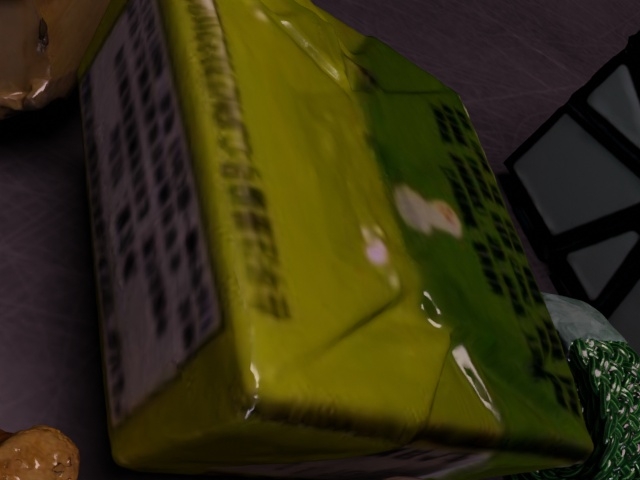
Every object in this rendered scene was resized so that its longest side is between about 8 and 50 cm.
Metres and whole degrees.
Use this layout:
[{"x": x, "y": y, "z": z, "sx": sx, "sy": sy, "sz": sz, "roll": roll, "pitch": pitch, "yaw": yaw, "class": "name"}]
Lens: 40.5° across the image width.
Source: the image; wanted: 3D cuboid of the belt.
[{"x": 0.176, "y": 0.108, "z": 0.615, "sx": 0.079, "sy": 0.121, "sz": 0.151, "roll": -2, "pitch": 56, "yaw": -31, "class": "belt"}]

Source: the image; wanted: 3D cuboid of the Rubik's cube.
[{"x": 0.381, "y": -0.036, "z": 0.735, "sx": 0.283, "sy": 0.293, "sz": 0.288, "roll": -10, "pitch": 66, "yaw": -34, "class": "Rubik's cube"}]

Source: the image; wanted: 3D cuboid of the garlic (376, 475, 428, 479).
[{"x": 0.042, "y": 0.229, "z": 0.392, "sx": 0.218, "sy": 0.218, "sz": 0.212, "roll": -31, "pitch": 92, "yaw": -42, "class": "garlic"}]

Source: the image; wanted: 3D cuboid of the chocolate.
[{"x": 0.000, "y": 0.000, "z": 0.526, "sx": 0.289, "sy": 0.137, "sz": 0.301, "roll": 20, "pitch": 46, "yaw": -44, "class": "chocolate"}]

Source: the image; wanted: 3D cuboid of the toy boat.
[{"x": -0.154, "y": -0.222, "z": 0.647, "sx": 0.162, "sy": 0.136, "sz": 0.445, "roll": 23, "pitch": 42, "yaw": 17, "class": "toy boat"}]

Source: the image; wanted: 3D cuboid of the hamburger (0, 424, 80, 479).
[{"x": -0.190, "y": 0.160, "z": 0.344, "sx": 0.124, "sy": 0.131, "sz": 0.262, "roll": 27, "pitch": 44, "yaw": -14, "class": "hamburger"}]
